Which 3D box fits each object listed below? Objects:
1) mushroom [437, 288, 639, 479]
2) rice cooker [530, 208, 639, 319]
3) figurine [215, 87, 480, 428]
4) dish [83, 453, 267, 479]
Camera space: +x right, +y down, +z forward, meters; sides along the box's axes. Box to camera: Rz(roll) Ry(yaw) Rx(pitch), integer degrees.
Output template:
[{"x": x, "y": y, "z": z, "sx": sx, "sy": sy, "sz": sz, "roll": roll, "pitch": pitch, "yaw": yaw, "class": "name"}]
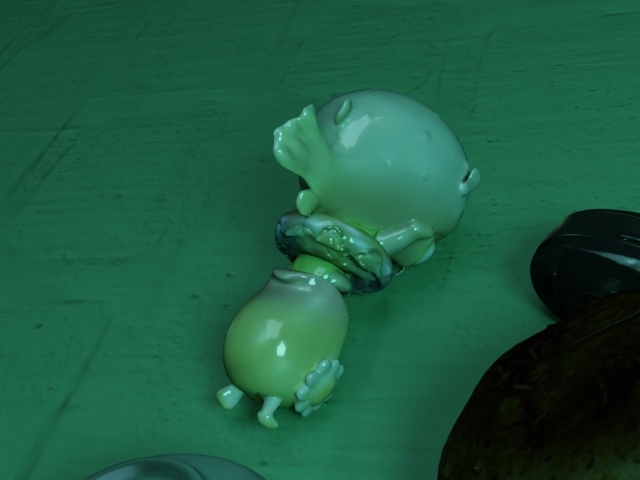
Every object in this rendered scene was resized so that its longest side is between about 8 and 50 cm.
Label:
[{"x": 0.226, "y": 0.162, "z": 0.577, "sx": 0.345, "sy": 0.345, "sz": 0.239, "roll": -39, "pitch": 81, "yaw": -27, "class": "mushroom"}, {"x": 0.291, "y": 0.032, "z": 0.818, "sx": 0.165, "sy": 0.112, "sz": 0.106, "roll": 10, "pitch": 39, "yaw": 29, "class": "rice cooker"}, {"x": 0.000, "y": 0.000, "z": 0.871, "sx": 0.227, "sy": 0.274, "sz": 0.394, "roll": 12, "pitch": 63, "yaw": 36, "class": "figurine"}, {"x": -0.136, "y": 0.255, "z": 0.649, "sx": 0.256, "sy": 0.117, "sz": 0.256, "roll": -10, "pitch": 25, "yaw": 5, "class": "dish"}]
